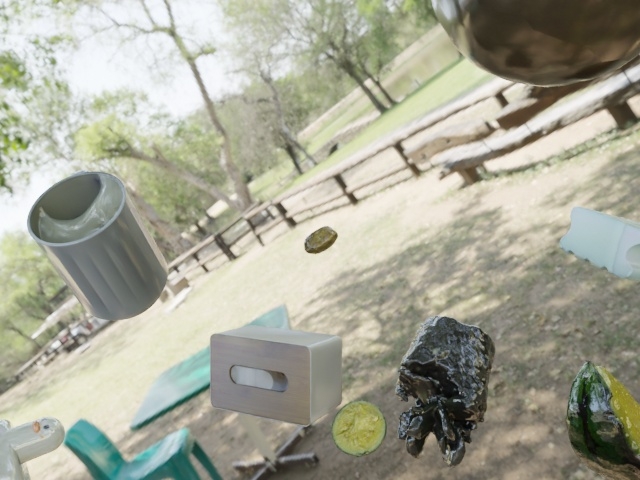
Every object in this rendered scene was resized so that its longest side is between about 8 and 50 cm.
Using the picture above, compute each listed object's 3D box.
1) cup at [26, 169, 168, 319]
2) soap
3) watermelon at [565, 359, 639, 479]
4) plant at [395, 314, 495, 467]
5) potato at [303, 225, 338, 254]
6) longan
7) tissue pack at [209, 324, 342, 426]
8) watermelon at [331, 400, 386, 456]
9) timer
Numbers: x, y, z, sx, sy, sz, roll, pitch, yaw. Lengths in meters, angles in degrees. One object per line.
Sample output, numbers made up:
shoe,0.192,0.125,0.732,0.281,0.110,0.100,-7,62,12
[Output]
cup,-0.543,-0.002,1.588,0.236,0.327,0.323,-20,50,-6
soap,0.744,0.029,1.430,0.208,0.346,0.115,-134,58,-65
watermelon,0.487,0.317,1.018,0.123,0.301,0.129,-12,39,53
plant,0.247,0.306,1.321,0.199,0.188,0.276,93,-163,-55
potato,0.000,0.000,1.432,0.083,0.051,0.040,-30,-9,-10
longan,0.338,-0.404,0.884,0.404,0.404,0.336,-40,31,-10
tissue pack,-0.090,0.269,1.320,0.246,0.160,0.136,1,4,30
watermelon,0.077,0.357,1.197,0.105,0.062,0.106,-12,54,17
timer,-0.648,0.486,1.338,0.240,0.234,0.233,-17,0,-25
